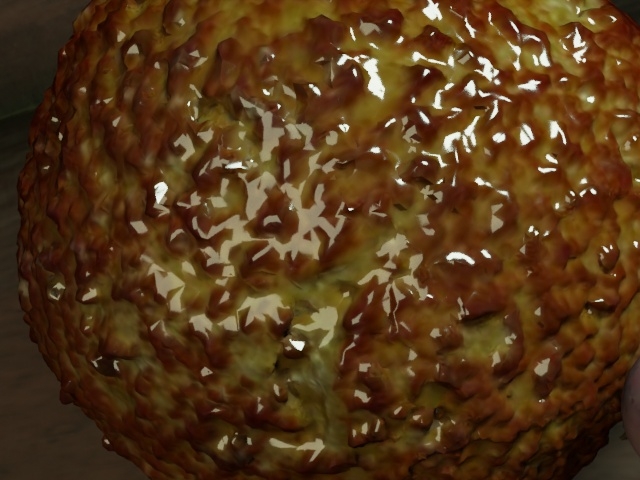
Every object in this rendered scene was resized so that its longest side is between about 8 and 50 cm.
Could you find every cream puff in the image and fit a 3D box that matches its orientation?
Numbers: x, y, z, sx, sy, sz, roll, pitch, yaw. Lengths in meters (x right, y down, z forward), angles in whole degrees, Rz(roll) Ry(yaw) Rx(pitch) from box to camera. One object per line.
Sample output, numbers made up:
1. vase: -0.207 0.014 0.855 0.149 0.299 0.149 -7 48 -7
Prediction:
1. cream puff: -0.002 -0.005 0.750 0.350 0.229 0.350 5 99 33

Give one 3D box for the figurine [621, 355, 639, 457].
1. figurine: 0.252 0.130 0.589 0.261 0.269 0.211 -20 118 26
